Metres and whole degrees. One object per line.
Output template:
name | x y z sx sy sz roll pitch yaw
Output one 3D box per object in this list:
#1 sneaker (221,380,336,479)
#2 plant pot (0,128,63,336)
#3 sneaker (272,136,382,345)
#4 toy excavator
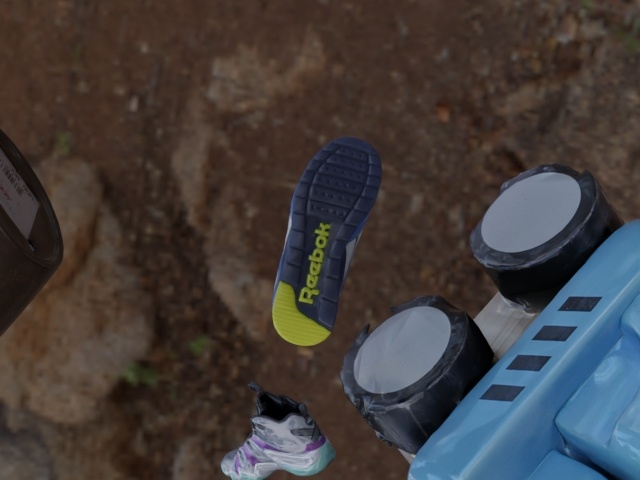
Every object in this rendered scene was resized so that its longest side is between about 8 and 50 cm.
sneaker | -0.040 0.129 1.098 0.098 0.038 0.069 -14 108 36
plant pot | -0.277 0.023 0.937 0.230 0.215 0.215 -29 47 10
sneaker | 0.000 0.000 1.052 0.059 0.053 0.144 108 -179 -82
toy excavator | 0.202 0.190 1.028 0.433 0.222 0.445 -47 33 -15
